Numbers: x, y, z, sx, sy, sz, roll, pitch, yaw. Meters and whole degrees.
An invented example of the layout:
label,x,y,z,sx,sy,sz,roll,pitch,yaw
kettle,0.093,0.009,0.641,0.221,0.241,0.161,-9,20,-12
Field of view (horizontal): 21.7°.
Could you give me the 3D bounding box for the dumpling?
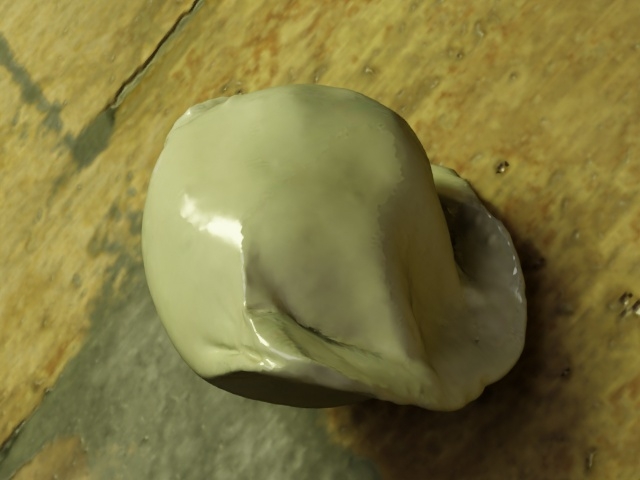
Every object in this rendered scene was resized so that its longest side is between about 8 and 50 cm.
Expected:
label,x,y,z,sx,sy,sz,roll,pitch,yaw
dumpling,0.000,0.000,0.780,0.250,0.162,0.132,-117,32,-52
